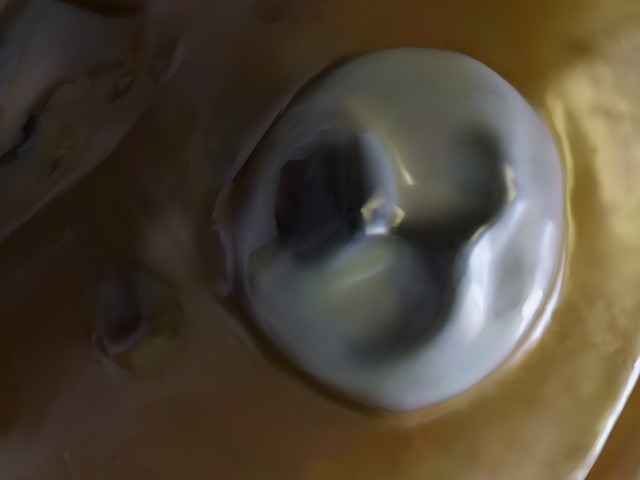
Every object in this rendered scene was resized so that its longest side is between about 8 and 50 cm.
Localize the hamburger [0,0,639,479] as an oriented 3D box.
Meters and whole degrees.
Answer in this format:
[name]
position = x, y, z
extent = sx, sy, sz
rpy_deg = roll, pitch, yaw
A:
[hamburger]
position = 0.000, 0.000, 0.521
extent = 0.276, 0.276, 0.237
rpy_deg = -5, -22, 41
